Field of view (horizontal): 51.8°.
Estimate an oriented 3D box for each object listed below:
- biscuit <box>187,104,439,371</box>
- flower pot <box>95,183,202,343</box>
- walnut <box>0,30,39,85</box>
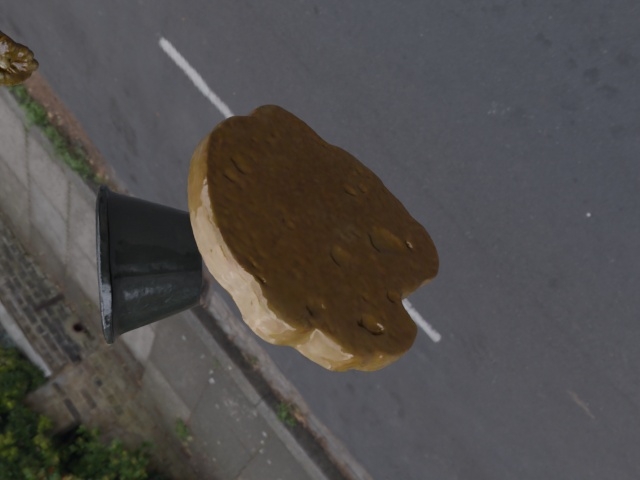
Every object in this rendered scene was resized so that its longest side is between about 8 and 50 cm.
[{"bbox_3d":[0.000,0.000,0.779,0.351,0.312,0.057,30,135,-25],"label":"biscuit"},{"bbox_3d":[-0.287,0.034,1.113,0.269,0.166,0.268,176,90,-76],"label":"flower pot"},{"bbox_3d":[-0.491,-0.272,0.933,0.143,0.069,0.170,6,161,27],"label":"walnut"}]
